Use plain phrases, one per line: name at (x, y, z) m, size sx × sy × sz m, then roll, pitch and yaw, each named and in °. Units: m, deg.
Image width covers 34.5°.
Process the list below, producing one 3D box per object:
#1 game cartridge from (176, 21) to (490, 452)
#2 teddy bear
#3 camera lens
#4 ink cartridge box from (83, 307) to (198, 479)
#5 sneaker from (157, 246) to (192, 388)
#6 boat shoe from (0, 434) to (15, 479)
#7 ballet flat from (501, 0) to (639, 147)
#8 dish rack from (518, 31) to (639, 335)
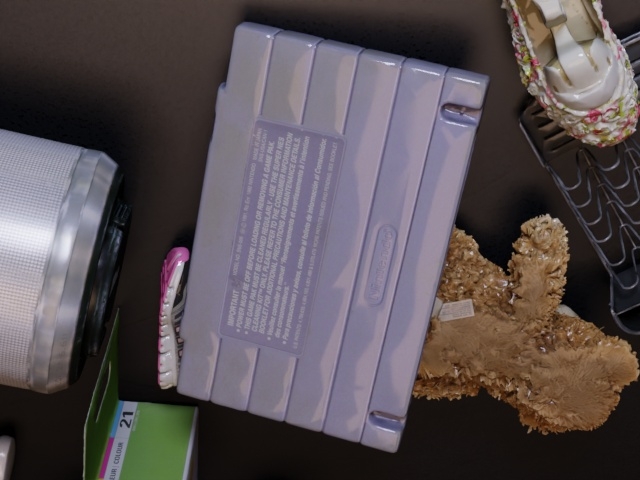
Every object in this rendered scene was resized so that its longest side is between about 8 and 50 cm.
game cartridge at (0.000, 0.000, 0.929) m, size 0.230 × 0.068 × 0.355 m, roll 16°, pitch 109°, yaw 12°
teddy bear at (0.144, 0.068, 1.022) m, size 0.338 × 0.113 × 0.245 m, roll 11°, pitch 115°, yaw 2°
camera lens at (-0.315, 0.006, 0.901) m, size 0.274 × 0.219 × 0.219 m, roll 13°, pitch 122°, yaw -8°
ink cartridge box at (-0.181, 0.229, 1.062) m, size 0.097 × 0.189 × 0.255 m, roll 6°, pitch 122°, yaw -2°
sneaker at (-0.126, 0.079, 1.044) m, size 0.074 × 0.063 × 0.170 m, roll 1°, pitch 122°, yaw -9°
boat shoe at (-0.394, 0.287, 1.181) m, size 0.063 × 0.066 × 0.184 m, roll 17°, pitch 131°, yaw -11°
ballet flat at (0.191, -0.174, 0.838) m, size 0.091 × 0.077 × 0.241 m, roll -26°, pitch 105°, yaw 17°
dish rack at (0.317, -0.059, 0.944) m, size 0.208 × 0.074 × 0.271 m, roll -28°, pitch 118°, yaw 16°
